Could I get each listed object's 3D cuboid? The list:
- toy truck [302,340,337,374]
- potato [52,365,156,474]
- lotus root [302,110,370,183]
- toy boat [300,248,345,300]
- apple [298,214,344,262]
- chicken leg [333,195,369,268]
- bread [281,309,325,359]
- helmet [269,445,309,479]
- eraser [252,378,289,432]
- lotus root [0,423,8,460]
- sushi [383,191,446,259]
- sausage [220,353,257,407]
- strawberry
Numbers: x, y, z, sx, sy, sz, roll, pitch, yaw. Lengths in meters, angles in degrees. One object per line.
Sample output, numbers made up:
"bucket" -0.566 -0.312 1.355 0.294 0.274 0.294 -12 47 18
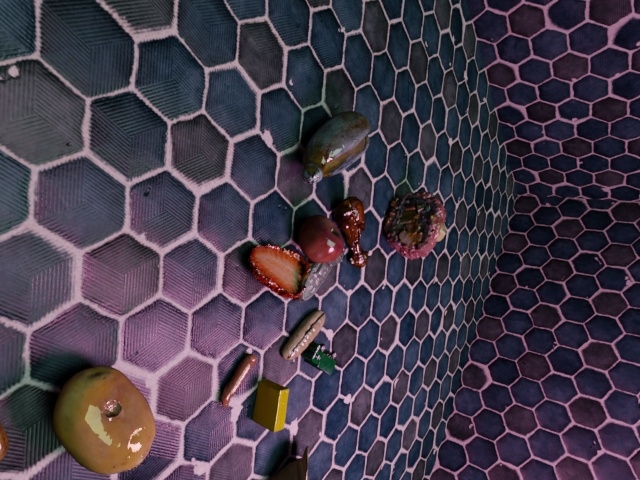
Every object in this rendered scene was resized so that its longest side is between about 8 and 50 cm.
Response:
"toy truck" -0.004 0.392 1.463 0.079 0.065 0.147 -61 140 -18
"potato" -0.431 0.361 0.855 0.150 0.146 0.233 -105 171 -70
"lotus root" 0.030 -0.281 1.315 0.322 0.140 0.158 -43 154 -30
"toy boat" 0.006 0.089 1.394 0.260 0.085 0.078 -55 136 -29
"apple" 0.000 0.000 1.326 0.153 0.120 0.153 46 19 -21
"chicken leg" 0.113 -0.021 1.519 0.113 0.093 0.304 -31 131 -24
"bread" -0.047 0.304 1.399 0.214 0.053 0.073 -45 126 -36
"helmet" -0.099 0.801 1.374 0.204 0.137 0.257 90 -4 -81
"eraser" -0.147 0.485 1.273 0.045 0.097 0.122 8 91 -50
"lotus root" -0.576 0.342 0.727 0.072 0.063 0.151 -48 131 -72
"sushi" 0.395 -0.054 1.748 0.171 0.237 0.269 47 57 -55
"sausage" -0.230 0.386 1.196 0.042 0.036 0.157 36 64 -12
"strawberry" -0.128 0.081 1.243 0.208 0.087 0.167 37 44 -22
